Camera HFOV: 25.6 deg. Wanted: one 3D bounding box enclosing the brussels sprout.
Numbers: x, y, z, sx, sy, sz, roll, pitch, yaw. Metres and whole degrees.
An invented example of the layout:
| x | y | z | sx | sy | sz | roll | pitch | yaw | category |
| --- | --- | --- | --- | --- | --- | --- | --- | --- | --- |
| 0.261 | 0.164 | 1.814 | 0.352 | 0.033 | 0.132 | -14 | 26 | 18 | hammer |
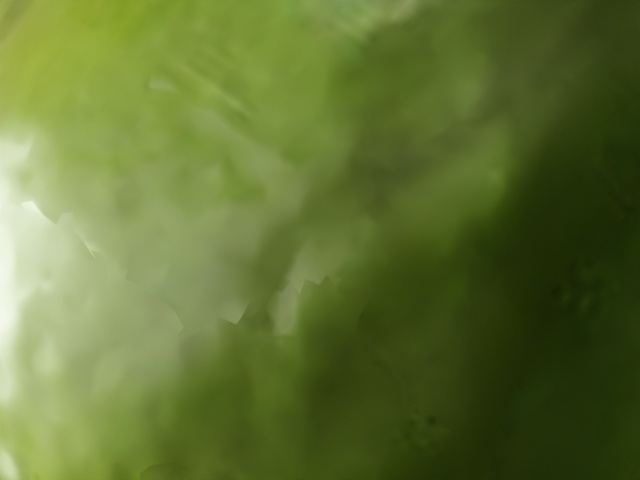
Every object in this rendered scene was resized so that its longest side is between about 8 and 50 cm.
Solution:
| x | y | z | sx | sy | sz | roll | pitch | yaw | category |
| --- | --- | --- | --- | --- | --- | --- | --- | --- | --- |
| 0.000 | 0.000 | 0.464 | 0.328 | 0.247 | 0.328 | -23 | 48 | 27 | brussels sprout |
